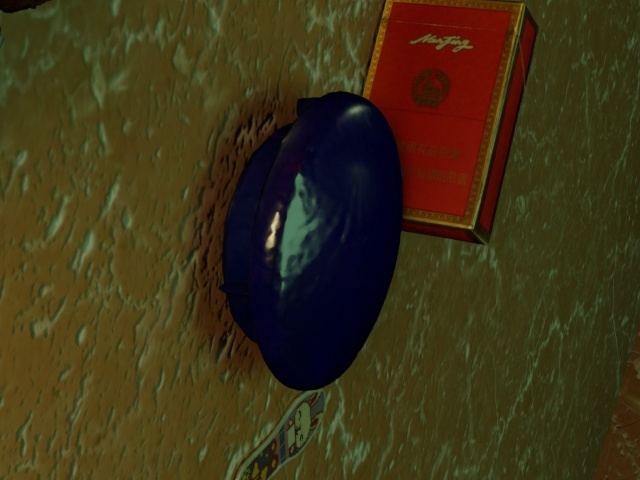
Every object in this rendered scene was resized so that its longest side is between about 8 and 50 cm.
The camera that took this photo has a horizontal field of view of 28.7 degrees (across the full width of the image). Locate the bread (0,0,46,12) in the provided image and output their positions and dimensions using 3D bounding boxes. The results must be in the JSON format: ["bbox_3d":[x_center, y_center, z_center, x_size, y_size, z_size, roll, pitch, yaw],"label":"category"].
[{"bbox_3d":[-0.162,-0.209,0.679,0.193,0.064,0.193,-44,151,-31],"label":"bread"}]

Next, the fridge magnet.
[{"bbox_3d":[0.000,0.000,1.105,0.265,0.112,0.266,-34,128,-57],"label":"fridge magnet"}]

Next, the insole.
[{"bbox_3d":[-0.037,0.199,1.229,0.197,0.004,0.065,-40,134,-56],"label":"insole"}]

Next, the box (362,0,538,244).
[{"bbox_3d":[0.118,-0.126,1.270,0.074,0.153,0.240,30,72,-60],"label":"box"}]

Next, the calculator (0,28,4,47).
[{"bbox_3d":[-0.260,-0.046,0.581,0.274,0.028,0.166,-9,127,-64],"label":"calculator"}]
